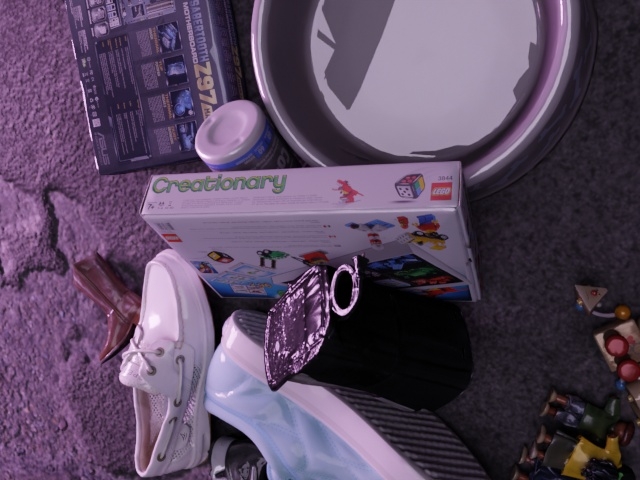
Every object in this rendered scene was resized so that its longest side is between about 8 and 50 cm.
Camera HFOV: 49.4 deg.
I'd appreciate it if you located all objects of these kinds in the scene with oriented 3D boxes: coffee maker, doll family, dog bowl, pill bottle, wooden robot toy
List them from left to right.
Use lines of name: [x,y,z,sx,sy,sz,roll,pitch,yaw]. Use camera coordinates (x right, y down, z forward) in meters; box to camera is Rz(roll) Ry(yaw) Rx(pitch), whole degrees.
pill bottle: [-0.064,-0.074,0.730,0.078,0.137,0.078,-15,52,20]
coffee maker: [0.058,0.098,0.671,0.171,0.178,0.120,-21,57,58]
dog bowl: [0.090,-0.197,0.680,0.348,0.102,0.349,3,100,17]
doll family: [0.264,0.252,0.721,0.111,0.076,0.193,22,111,9]
wooden robot toy: [0.317,0.104,0.678,0.079,0.076,0.173,-27,91,10]

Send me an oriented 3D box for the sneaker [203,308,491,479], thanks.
sneaker: [0.024,0.230,0.768,0.365,0.135,0.150,34,109,21]

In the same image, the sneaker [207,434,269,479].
sneaker: [-0.057,0.345,0.838,0.106,0.078,0.235,-14,93,23]

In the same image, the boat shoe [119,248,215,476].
boat shoe: [-0.188,0.151,0.823,0.098,0.096,0.277,7,103,45]

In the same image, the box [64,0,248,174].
box: [-0.184,-0.202,0.791,0.183,0.059,0.233,-8,96,20]

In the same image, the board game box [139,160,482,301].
board game box: [0.000,0.000,0.702,0.305,0.193,0.053,-1,62,18]

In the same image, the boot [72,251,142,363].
boot: [-0.283,0.085,0.887,0.114,0.037,0.106,40,96,4]
